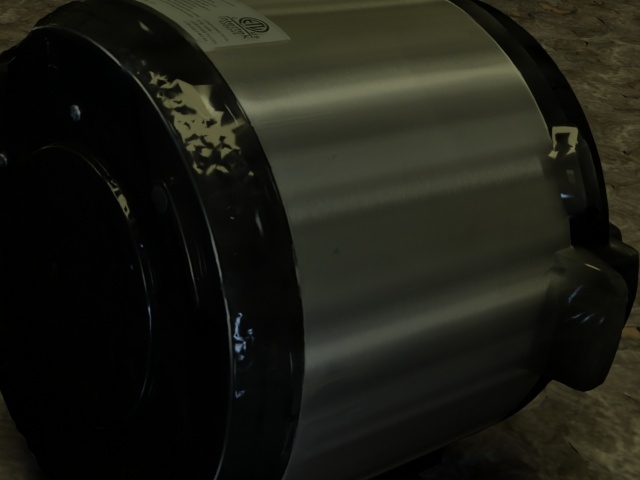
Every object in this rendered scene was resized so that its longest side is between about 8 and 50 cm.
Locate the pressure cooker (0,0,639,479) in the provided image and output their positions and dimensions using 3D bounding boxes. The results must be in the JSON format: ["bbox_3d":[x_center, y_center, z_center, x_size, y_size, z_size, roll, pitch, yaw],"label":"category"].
[{"bbox_3d":[0.002,-0.005,0.859,0.420,0.375,0.369,-15,76,-39],"label":"pressure cooker"}]
